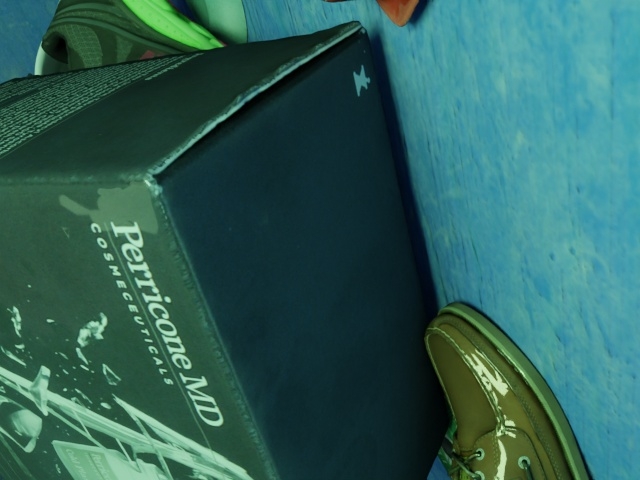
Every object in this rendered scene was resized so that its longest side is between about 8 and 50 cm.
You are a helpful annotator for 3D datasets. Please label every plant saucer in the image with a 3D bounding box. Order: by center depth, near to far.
[{"bbox_3d":[-0.163,-0.351,0.859,0.195,0.037,0.195,55,163,25],"label":"plant saucer"}]

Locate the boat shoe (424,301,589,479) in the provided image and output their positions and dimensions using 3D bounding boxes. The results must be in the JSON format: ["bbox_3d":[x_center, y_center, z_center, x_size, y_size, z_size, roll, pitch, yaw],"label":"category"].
[{"bbox_3d":[0.176,0.208,0.578,0.307,0.104,0.111,59,164,13],"label":"boat shoe"}]

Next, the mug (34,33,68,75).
[{"bbox_3d":[-0.328,-0.307,1.110,0.328,0.276,0.374,-158,73,-77],"label":"mug"}]

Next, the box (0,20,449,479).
[{"bbox_3d":[-0.163,0.081,0.635,0.471,0.297,0.480,2,123,30],"label":"box"}]

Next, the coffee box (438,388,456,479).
[{"bbox_3d":[0.168,0.245,0.780,0.184,0.040,0.113,60,165,9],"label":"coffee box"}]

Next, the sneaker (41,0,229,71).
[{"bbox_3d":[-0.198,-0.186,0.812,0.483,0.202,0.185,43,-173,26],"label":"sneaker"}]

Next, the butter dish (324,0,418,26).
[{"bbox_3d":[-0.001,-0.227,0.398,0.160,0.118,0.160,61,165,10],"label":"butter dish"}]
